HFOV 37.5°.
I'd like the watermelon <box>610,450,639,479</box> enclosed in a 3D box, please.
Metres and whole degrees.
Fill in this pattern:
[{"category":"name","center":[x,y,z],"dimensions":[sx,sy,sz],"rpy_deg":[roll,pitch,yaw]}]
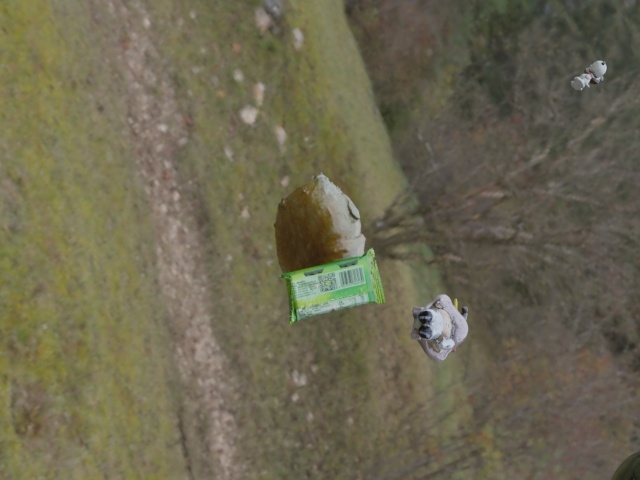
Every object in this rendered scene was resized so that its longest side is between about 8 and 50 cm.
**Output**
[{"category":"watermelon","center":[0.671,0.521,1.867],"dimensions":[0.212,0.212,0.212],"rpy_deg":[52,22,-31]}]

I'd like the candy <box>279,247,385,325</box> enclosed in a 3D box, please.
[{"category":"candy","center":[0.021,0.083,1.656],"dimensions":[0.032,0.178,0.102],"rpy_deg":[-136,-147,-72]}]

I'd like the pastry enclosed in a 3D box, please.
[{"category":"pastry","center":[0.004,0.000,1.936],"dimensions":[0.121,0.257,0.235],"rpy_deg":[-14,73,-35]}]

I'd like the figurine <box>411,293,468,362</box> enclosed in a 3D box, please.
[{"category":"figurine","center":[0.233,0.176,1.892],"dimensions":[0.229,0.112,0.137],"rpy_deg":[20,65,-69]}]

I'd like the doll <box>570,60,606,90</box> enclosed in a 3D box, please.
[{"category":"doll","center":[0.524,-0.317,1.841],"dimensions":[0.040,0.085,0.058],"rpy_deg":[46,-14,11]}]
